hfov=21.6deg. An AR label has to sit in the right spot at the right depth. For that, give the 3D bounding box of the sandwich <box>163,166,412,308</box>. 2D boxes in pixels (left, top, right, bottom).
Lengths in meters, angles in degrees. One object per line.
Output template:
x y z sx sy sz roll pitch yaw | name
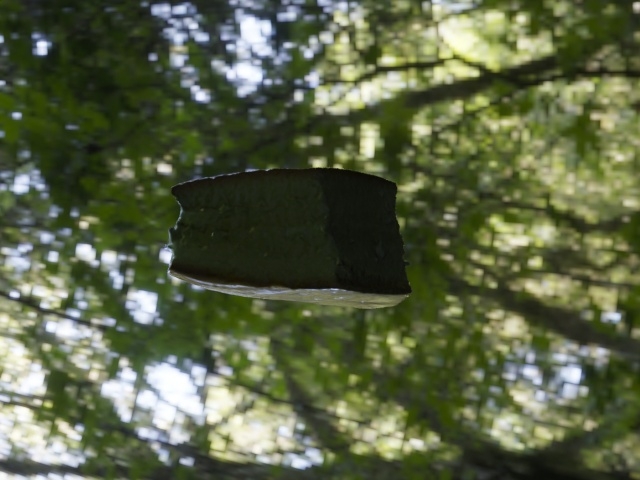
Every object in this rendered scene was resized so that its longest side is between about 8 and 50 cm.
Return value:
0.000 0.000 1.253 0.258 0.096 0.094 6 -103 -53 | sandwich
